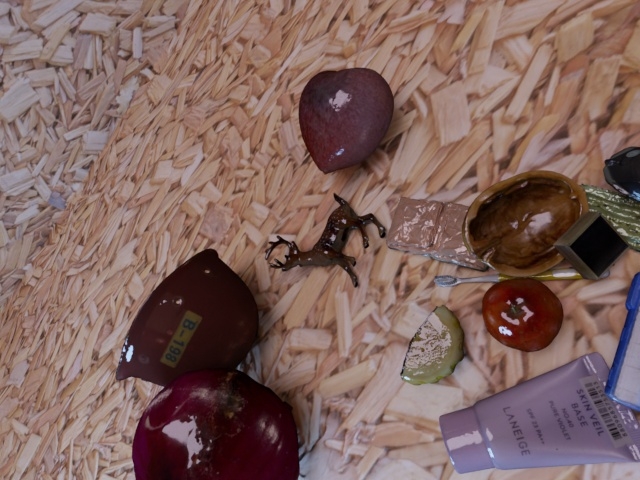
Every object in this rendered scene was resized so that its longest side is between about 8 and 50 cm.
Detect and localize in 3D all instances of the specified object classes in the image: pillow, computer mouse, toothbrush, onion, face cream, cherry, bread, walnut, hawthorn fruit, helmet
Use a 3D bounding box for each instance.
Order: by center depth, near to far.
[{"bbox_3d":[0.543,-0.094,0.611,0.105,0.062,0.192,-51,40,-9],"label":"computer mouse"},{"bbox_3d":[0.334,0.290,0.633,0.274,0.096,0.153,-23,58,14],"label":"face cream"},{"bbox_3d":[0.327,0.125,0.667,0.125,0.140,0.125,18,120,36],"label":"hawthorn fruit"},{"bbox_3d":[0.350,-0.025,0.707,0.212,0.087,0.167,-28,81,3],"label":"walnut"},{"bbox_3d":[0.347,0.065,0.729,0.289,0.024,0.021,-8,68,34],"label":"toothbrush"},{"bbox_3d":[0.217,0.198,0.744,0.095,0.083,0.156,12,84,36],"label":"bread"},{"bbox_3d":[-0.210,0.449,0.774,0.348,0.348,0.385,-45,12,16],"label":"onion"},{"bbox_3d":[0.244,-0.022,0.826,0.233,0.043,0.126,16,80,41],"label":"pillow"},{"bbox_3d":[0.060,-0.286,0.960,0.240,0.206,0.239,18,121,34],"label":"cherry"},{"bbox_3d":[-0.285,0.232,0.988,0.230,0.337,0.384,31,88,4],"label":"helmet"}]

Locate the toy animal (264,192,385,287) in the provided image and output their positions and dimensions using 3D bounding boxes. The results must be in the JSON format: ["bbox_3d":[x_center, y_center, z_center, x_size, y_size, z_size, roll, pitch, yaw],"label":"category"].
[{"bbox_3d":[0.009,0.010,0.978,0.260,0.087,0.243,30,80,41],"label":"toy animal"}]

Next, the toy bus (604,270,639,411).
[{"bbox_3d":[0.479,0.127,0.564,0.094,0.079,0.236,17,86,24],"label":"toy bus"}]

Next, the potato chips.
[{"bbox_3d":[0.504,-0.030,0.642,0.208,0.028,0.091,28,91,37],"label":"potato chips"}]

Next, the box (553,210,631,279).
[{"bbox_3d":[0.432,0.010,0.640,0.079,0.035,0.083,-45,93,-3],"label":"box"}]
